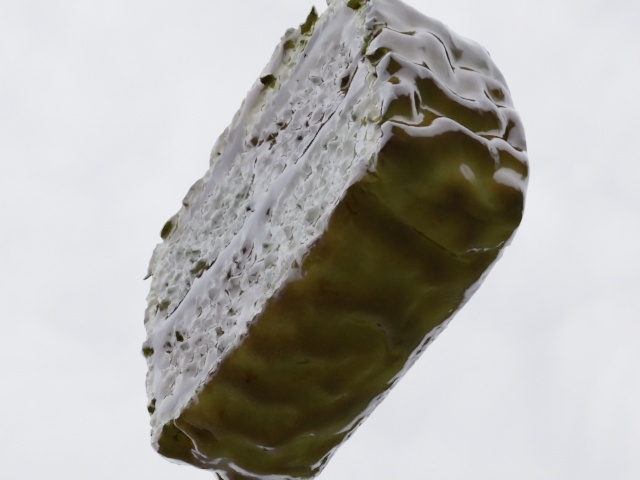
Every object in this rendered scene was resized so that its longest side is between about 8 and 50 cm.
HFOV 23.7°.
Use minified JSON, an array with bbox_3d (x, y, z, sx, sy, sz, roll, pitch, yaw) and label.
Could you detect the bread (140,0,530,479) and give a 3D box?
[{"bbox_3d":[0.000,0.000,0.721,0.096,0.181,0.222,26,-64,-23],"label":"bread"}]
